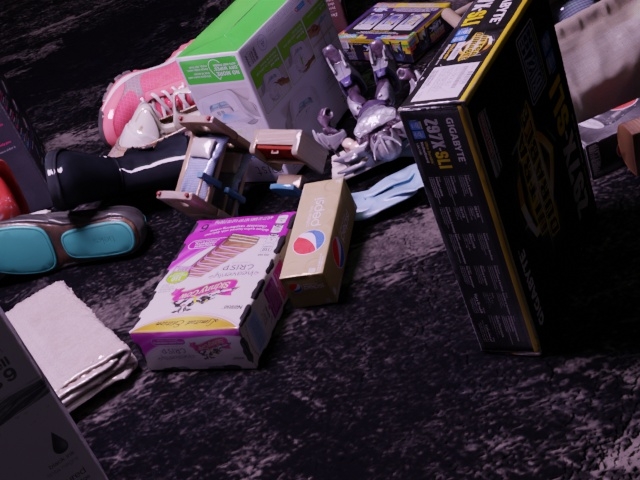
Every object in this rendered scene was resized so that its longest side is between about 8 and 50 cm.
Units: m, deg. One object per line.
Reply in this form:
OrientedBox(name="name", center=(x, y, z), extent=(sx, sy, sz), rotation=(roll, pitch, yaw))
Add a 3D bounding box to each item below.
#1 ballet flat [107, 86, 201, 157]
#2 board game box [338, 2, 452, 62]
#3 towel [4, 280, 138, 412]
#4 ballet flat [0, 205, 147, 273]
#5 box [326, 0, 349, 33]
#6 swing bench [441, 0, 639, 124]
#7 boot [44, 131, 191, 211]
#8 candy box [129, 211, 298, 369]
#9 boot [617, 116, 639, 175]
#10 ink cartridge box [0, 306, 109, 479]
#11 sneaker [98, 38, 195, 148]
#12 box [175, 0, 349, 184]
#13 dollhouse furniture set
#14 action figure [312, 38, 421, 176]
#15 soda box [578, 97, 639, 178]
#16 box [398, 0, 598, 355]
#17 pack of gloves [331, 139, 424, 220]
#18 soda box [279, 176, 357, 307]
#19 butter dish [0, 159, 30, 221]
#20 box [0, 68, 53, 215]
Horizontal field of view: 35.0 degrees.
OrientedBox(name="ballet flat", center=(-0.252, -0.200, 1.734), extent=(0.316, 0.106, 0.107), rotation=(-24, 33, -2))
OrientedBox(name="board game box", center=(0.133, -0.375, 1.817), extent=(0.170, 0.048, 0.141), rotation=(13, 44, 42))
OrientedBox(name="towel", center=(-0.371, 0.155, 1.346), extent=(0.187, 0.049, 0.282), rotation=(-33, 33, -19))
OrientedBox(name="ballet flat", center=(-0.397, -0.005, 1.562), extent=(0.280, 0.095, 0.096), rotation=(-4, 26, 8))
OrientedBox(name="box", center=(-0.054, -0.503, 1.967), extent=(0.167, 0.203, 0.168), rotation=(-17, 33, 7))
OrientedBox(name="swing bench", center=(0.356, -0.281, 1.446), extent=(0.253, 0.165, 0.254), rotation=(-30, 34, -13))
OrientedBox(name="boot", center=(-0.293, -0.111, 1.559), extent=(0.207, 0.094, 0.246), rotation=(-11, 3, 4))
OrientedBox(name="candy box", center=(-0.124, 0.062, 1.313), extent=(0.159, 0.071, 0.233), rotation=(-5, 37, 24))
OrientedBox(name="boot", center=(0.493, -0.089, 1.167), extent=(0.220, 0.109, 0.283), rotation=(-14, 27, 3))
OrientedBox(name="ink cartridge box", center=(-0.386, 0.197, 1.068), extent=(0.211, 0.289, 0.121), rotation=(-32, 34, -15))
OrientedBox(name="sneaker", center=(-0.266, -0.271, 1.838), extent=(0.136, 0.116, 0.314), rotation=(18, 49, 43))
OrientedBox(name="box", center=(-0.071, -0.256, 1.595), extent=(0.126, 0.231, 0.262), rotation=(1, 39, 32))
OrientedBox(name="dollhouse furniture set", center=(-0.111, -0.095, 1.436), extent=(0.183, 0.129, 0.129), rotation=(4, 74, 33))
OrientedBox(name="action figure", center=(0.075, -0.200, 1.499), extent=(0.185, 0.099, 0.285), rotation=(-20, 36, 8))
OrientedBox(name="soda box", center=(0.411, -0.145, 1.320), extent=(0.169, 0.053, 0.060), rotation=(-23, 33, -3))
OrientedBox(name="box", center=(0.206, -0.079, 1.096), extent=(0.079, 0.322, 0.257), rotation=(-1, 37, 31))
OrientedBox(name="pack of gloves", center=(0.130, -0.103, 1.448), extent=(0.232, 0.046, 0.195), rotation=(-23, 33, 15))
OrientedBox(name="soda box", center=(0.000, 0.000, 1.324), extent=(0.061, 0.058, 0.181), rotation=(-9, 42, 22))
OrientedBox(name="butter dish", center=(-0.536, -0.021, 1.632), extent=(0.160, 0.160, 0.118), rotation=(-33, 58, -18))
OrientedBox(name="box", center=(-0.582, -0.169, 1.728), extent=(0.165, 0.270, 0.143), rotation=(-22, 33, -2))
